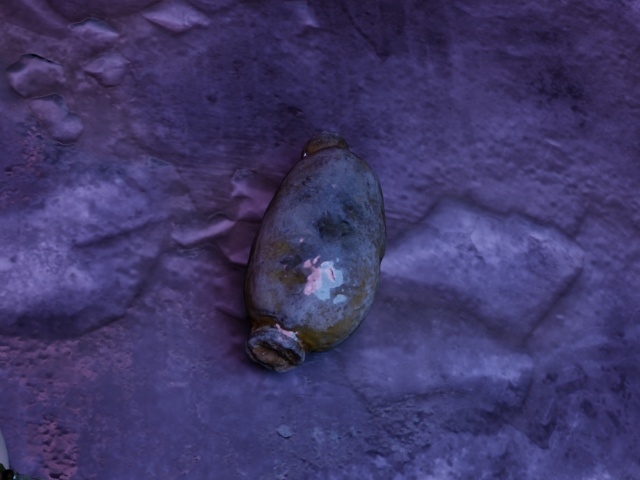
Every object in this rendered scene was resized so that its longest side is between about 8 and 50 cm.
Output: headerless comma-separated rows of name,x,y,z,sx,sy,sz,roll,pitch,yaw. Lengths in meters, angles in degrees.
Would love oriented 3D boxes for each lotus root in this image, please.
lotus root,0.002,-0.001,1.349,0.175,0.175,0.349,19,59,-9

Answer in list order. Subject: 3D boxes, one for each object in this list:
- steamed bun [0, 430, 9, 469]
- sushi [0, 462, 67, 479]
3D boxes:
steamed bun,-0.440,0.235,1.077,0.232,0.145,0.231,8,61,-15
sushi,-0.223,0.322,0.879,0.294,0.352,0.178,33,60,-1
